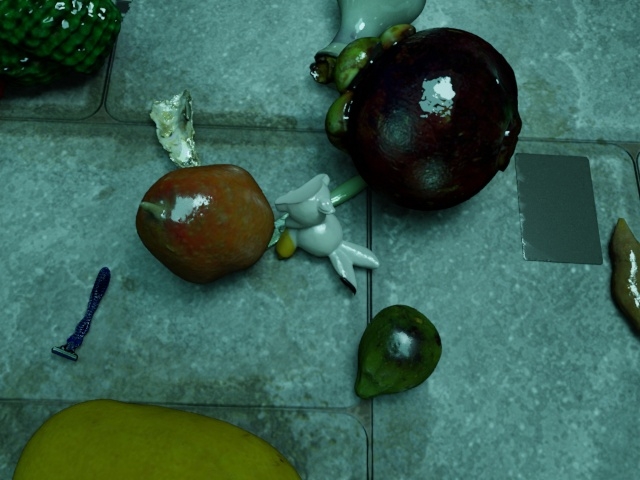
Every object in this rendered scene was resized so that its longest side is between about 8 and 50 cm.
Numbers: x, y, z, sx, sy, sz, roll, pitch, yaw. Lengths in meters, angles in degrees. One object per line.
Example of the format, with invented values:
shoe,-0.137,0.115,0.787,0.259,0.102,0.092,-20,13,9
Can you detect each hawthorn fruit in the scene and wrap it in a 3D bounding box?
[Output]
hawthorn fruit,-0.185,-0.031,0.815,0.200,0.251,0.199,-2,84,18

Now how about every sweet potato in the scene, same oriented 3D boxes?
sweet potato,0.523,0.063,0.913,0.065,0.051,0.218,-6,70,0

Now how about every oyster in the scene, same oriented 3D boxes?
oyster,-0.258,-0.190,0.984,0.106,0.061,0.199,-7,68,15

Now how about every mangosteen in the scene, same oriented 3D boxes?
mangosteen,0.161,-0.196,0.867,0.311,0.311,0.311,1,71,-2

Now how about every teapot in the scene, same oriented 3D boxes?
teapot,0.080,-0.406,1.008,0.184,0.183,0.250,24,84,6

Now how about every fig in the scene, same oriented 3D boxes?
fig,0.111,0.184,0.840,0.123,0.123,0.156,35,112,10

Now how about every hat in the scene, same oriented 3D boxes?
hat,-0.537,-0.355,0.960,0.332,0.242,0.274,-50,61,8

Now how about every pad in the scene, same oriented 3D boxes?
pad,0.427,-0.061,0.977,0.143,0.003,0.211,4,71,-1

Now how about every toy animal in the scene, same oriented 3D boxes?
toy animal,0.000,0.000,0.891,0.131,0.181,0.127,-36,35,-16

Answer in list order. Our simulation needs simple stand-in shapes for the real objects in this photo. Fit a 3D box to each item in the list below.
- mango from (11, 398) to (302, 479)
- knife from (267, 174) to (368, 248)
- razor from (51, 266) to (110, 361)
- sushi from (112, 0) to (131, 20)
mango,-0.210,0.360,0.689,0.446,0.232,0.300,21,71,20
knife,-0.017,-0.054,0.952,0.293,0.020,0.043,-34,77,-11
razor,-0.377,0.115,0.875,0.044,0.028,0.154,18,72,4
sushi,-0.480,-0.484,1.079,0.201,0.031,0.139,13,71,3
